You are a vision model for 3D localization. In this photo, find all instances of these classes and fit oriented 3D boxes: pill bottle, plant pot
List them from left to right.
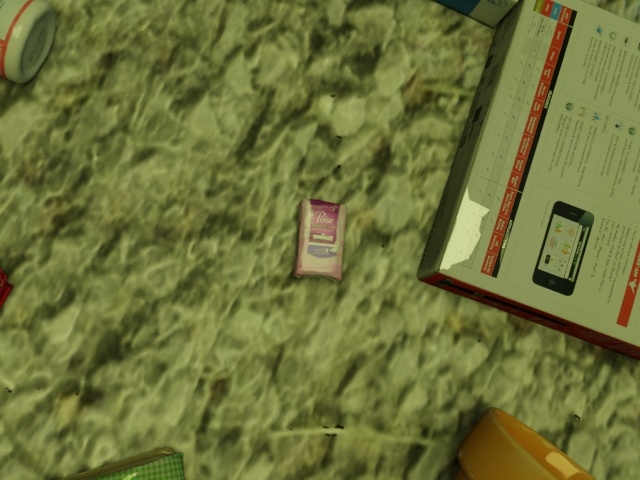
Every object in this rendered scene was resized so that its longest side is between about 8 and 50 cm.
[{"bbox_3d":[-0.352,-0.224,0.753,0.160,0.087,0.087,23,80,-4],"label":"pill bottle"},{"bbox_3d":[0.183,0.295,0.719,0.205,0.205,0.188,37,95,-2],"label":"plant pot"}]

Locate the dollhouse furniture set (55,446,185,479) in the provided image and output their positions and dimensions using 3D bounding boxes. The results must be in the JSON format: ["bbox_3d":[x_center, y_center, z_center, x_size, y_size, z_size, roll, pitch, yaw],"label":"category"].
[{"bbox_3d":[-0.245,0.323,0.661,0.301,0.151,0.198,-15,85,-10],"label":"dollhouse furniture set"}]

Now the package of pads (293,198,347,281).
[{"bbox_3d":[0.000,0.000,0.803,0.050,0.032,0.083,7,81,-10],"label":"package of pads"}]

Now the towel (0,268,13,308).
[{"bbox_3d":[-0.445,0.109,0.723,0.198,0.031,0.275,28,79,-3],"label":"towel"}]

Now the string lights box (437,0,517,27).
[{"bbox_3d":[0.109,-0.356,0.844,0.259,0.077,0.133,23,81,-5],"label":"string lights box"}]

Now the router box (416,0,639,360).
[{"bbox_3d":[0.300,-0.065,0.830,0.301,0.082,0.336,21,80,-5],"label":"router box"}]
